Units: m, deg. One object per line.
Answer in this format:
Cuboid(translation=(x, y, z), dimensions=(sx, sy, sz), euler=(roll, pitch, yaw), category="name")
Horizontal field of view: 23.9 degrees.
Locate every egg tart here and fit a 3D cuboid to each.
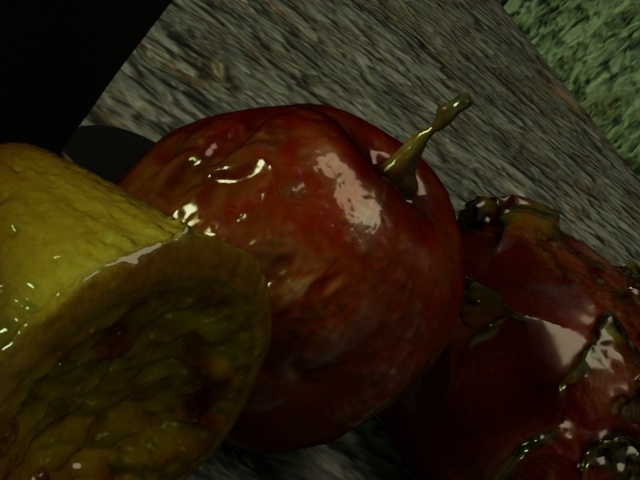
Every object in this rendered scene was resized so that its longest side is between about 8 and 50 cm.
Cuboid(translation=(-0.138, 0.043, 0.742), dimensions=(0.147, 0.202, 0.202), euler=(43, 17, 28), category="egg tart")

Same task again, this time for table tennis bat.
Cuboid(translation=(-0.140, -0.024, 1.129), dimensions=(0.173, 0.022, 0.301), euler=(45, 19, 9), category="table tennis bat")

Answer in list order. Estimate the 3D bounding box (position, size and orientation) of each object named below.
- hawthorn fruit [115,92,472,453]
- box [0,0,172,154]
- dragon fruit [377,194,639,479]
Cuboid(translation=(0.000, 0.000, 0.980), dimensions=(0.242, 0.272, 0.242), euler=(44, 22, -23), category="hawthorn fruit")
Cuboid(translation=(-0.290, -0.211, 0.914), dimensions=(0.345, 0.204, 0.251), euler=(13, 36, -49), category="box")
Cuboid(translation=(0.156, 0.109, 1.143), dimensions=(0.250, 0.250, 0.315), euler=(12, 49, -56), category="dragon fruit")
